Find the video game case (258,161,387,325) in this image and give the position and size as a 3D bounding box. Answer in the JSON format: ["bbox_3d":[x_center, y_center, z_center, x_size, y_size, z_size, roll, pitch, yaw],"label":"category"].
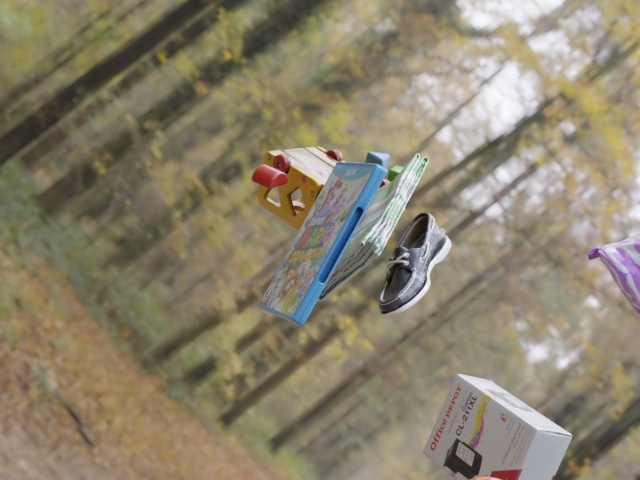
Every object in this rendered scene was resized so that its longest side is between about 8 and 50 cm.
[{"bbox_3d":[0.000,0.000,1.383,0.015,0.166,0.119,31,-6,-17],"label":"video game case"}]

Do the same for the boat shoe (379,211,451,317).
[{"bbox_3d":[0.077,0.020,1.245,0.046,0.125,0.038,-15,-65,38],"label":"boat shoe"}]

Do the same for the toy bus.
[{"bbox_3d":[0.010,-0.044,1.816,0.191,0.104,0.202,13,23,3],"label":"toy bus"}]

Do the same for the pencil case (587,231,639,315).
[{"bbox_3d":[0.374,-0.011,1.419,0.088,0.206,0.086,56,0,19],"label":"pencil case"}]

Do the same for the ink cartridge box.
[{"bbox_3d":[0.232,0.273,1.917,0.072,0.127,0.175,15,11,-38],"label":"ink cartridge box"}]

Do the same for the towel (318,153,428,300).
[{"bbox_3d":[0.047,-0.015,1.428,0.023,0.152,0.113,39,-44,-10],"label":"towel"}]

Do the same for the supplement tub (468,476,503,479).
[{"bbox_3d":[0.146,0.324,1.418,0.117,0.117,0.190,52,34,-9],"label":"supplement tub"}]
